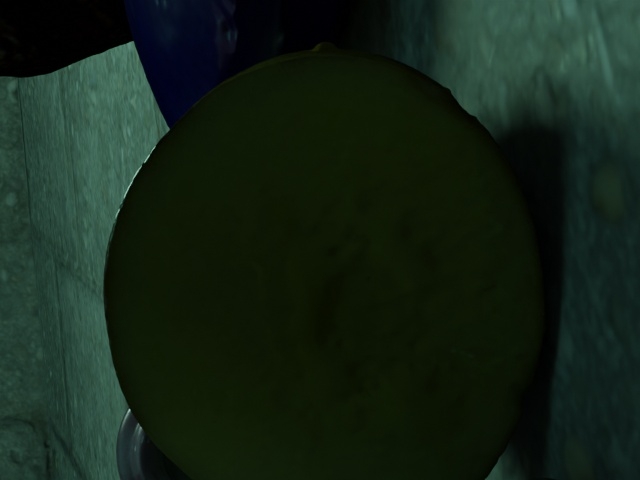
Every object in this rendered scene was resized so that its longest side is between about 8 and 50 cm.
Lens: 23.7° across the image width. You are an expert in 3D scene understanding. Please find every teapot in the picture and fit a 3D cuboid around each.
[{"bbox_3d":[-0.068,0.149,1.063,0.116,0.148,0.146,-60,3,-4],"label":"teapot"}]

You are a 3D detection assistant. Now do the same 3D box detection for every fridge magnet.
[{"bbox_3d":[-0.054,-0.174,0.840,0.265,0.113,0.265,174,90,-73],"label":"fridge magnet"}]

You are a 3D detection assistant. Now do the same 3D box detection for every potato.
[{"bbox_3d":[0.000,0.000,0.660,0.158,0.178,0.203,-95,-19,-65],"label":"potato"}]

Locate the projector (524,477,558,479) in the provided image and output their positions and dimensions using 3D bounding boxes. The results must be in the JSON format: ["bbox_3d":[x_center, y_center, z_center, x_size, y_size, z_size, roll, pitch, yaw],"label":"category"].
[{"bbox_3d":[-0.016,0.228,0.586,0.079,0.257,0.259,-135,42,-64],"label":"projector"}]

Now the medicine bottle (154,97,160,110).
[{"bbox_3d":[-0.083,-0.124,1.055,0.091,0.058,0.058,113,147,-59],"label":"medicine bottle"}]

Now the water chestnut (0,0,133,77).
[{"bbox_3d":[-0.234,-0.287,1.193,0.335,0.347,0.335,43,169,11],"label":"water chestnut"}]
